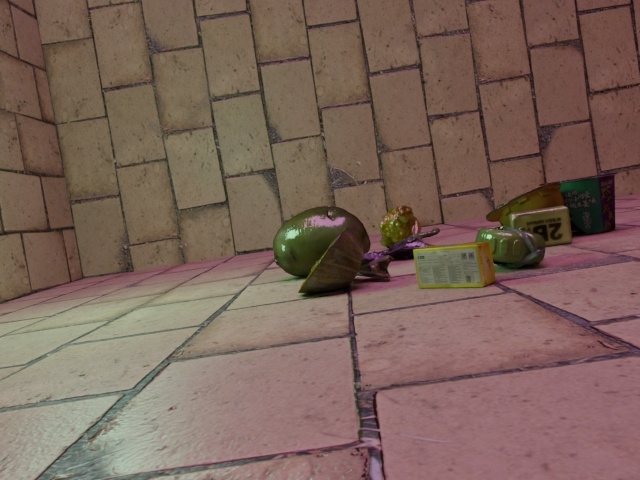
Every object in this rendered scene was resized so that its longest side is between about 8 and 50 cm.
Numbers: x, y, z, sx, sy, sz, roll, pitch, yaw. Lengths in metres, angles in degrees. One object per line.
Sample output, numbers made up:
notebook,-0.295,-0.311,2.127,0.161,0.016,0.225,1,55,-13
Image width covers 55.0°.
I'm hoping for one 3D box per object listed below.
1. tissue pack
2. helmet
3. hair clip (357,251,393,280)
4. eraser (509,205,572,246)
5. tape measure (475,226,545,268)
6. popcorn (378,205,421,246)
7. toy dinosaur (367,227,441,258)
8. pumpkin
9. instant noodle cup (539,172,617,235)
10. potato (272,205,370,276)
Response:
tissue pack,0.307,0.057,1.417,0.062,0.095,0.176,-13,5,-44
helmet,0.689,-0.071,2.002,0.257,0.140,0.205,-30,-21,21
hair clip,0.104,0.086,1.767,0.106,0.084,0.292,12,-16,-40
eraser,0.679,-0.037,1.897,0.172,0.117,0.058,-8,8,11
tape measure,0.485,0.018,1.572,0.175,0.106,0.200,5,7,6
popcorn,0.342,-0.056,2.664,0.156,0.197,0.198,-8,3,44
toy dinosaur,0.305,0.029,2.187,0.294,0.077,0.162,-24,-1,32
pumpkin,0.041,0.071,1.651,0.110,0.217,0.217,30,4,-1
instant noodle cup,0.891,-0.119,2.105,0.251,0.190,0.251,-9,2,0
potato,0.000,0.000,2.079,0.326,0.221,0.243,-10,37,12
